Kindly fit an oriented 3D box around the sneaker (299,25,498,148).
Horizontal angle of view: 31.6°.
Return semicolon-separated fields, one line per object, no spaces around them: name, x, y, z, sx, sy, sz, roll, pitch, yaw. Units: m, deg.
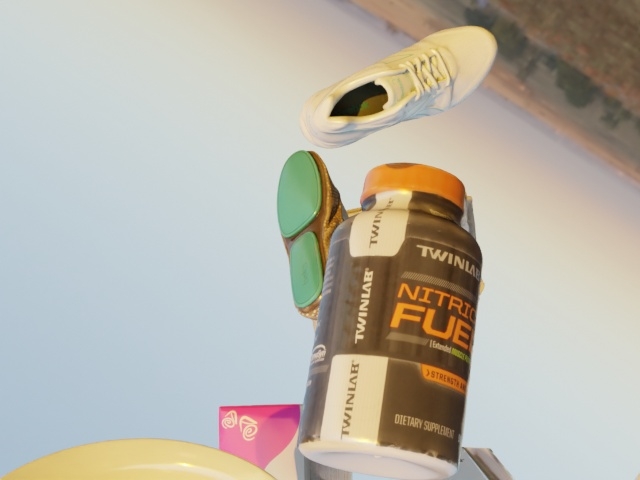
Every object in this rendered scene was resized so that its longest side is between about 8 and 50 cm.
sneaker;0.060;-0.106;0.783;0.053;0.152;0.061;63;171;-4

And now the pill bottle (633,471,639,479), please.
pill bottle;0.421;0.370;1.415;0.119;0.208;0.119;3;-130;-4

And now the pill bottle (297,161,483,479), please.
pill bottle;0.062;0.062;0.921;0.130;0.245;0.130;8;161;3

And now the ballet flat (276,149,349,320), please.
ballet flat;0.000;0.000;1.113;0.067;0.073;0.206;31;-140;-36

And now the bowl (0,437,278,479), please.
bowl;-0.145;0.294;0.857;0.298;0.134;0.298;3;-150;-2

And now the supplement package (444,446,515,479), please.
supplement package;0.216;0.398;1.523;0.194;0.149;0.203;51;-172;21

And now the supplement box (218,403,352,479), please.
supplement box;-0.039;0.263;1.410;0.111;0.114;0.220;-4;171;15

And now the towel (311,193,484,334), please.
towel;0.108;0.034;1.670;0.282;0.187;0.049;-14;-167;-19
